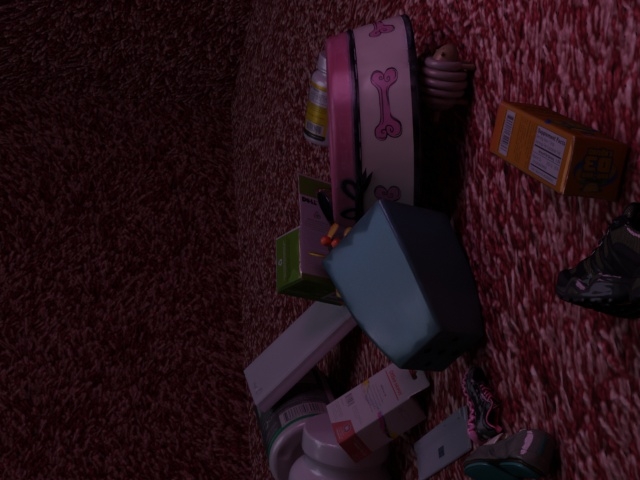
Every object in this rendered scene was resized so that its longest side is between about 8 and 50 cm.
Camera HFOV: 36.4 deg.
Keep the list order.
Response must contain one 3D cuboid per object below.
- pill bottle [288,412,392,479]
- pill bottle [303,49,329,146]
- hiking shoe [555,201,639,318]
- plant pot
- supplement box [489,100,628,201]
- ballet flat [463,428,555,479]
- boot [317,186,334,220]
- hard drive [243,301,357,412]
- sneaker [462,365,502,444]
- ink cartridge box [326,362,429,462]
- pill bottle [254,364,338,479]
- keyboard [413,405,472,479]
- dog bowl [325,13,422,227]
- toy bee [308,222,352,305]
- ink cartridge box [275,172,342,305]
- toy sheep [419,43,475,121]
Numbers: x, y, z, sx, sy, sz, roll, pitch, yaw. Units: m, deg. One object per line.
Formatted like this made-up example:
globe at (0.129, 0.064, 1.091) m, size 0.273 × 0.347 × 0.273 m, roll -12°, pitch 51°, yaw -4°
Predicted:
pill bottle at (0.033, 0.541, 1.928) m, size 0.210 × 0.210 × 0.362 m, roll -131°, pitch 44°, yaw -71°
pill bottle at (0.031, -0.335, 2.297) m, size 0.119 × 0.119 × 0.208 m, roll -111°, pitch 27°, yaw -59°
hiking shoe at (0.338, 0.020, 1.055) m, size 0.227 × 0.086 × 0.114 m, roll 163°, pitch 123°, yaw -70°
plant pot at (0.148, 0.083, 1.562) m, size 0.165 × 0.165 × 0.234 m, roll -48°, pitch 50°, yaw 31°
supplement box at (0.295, -0.116, 1.231) m, size 0.233 × 0.078 × 0.080 m, roll -121°, pitch 39°, yaw -66°
ballet flat at (0.264, 0.297, 1.346) m, size 0.068 × 0.072 × 0.213 m, roll -63°, pitch 5°, yaw -21°
boot at (0.090, -0.030, 2.125) m, size 0.219 × 0.106 × 0.082 m, roll 63°, pitch 159°, yaw 3°
hard drive at (-0.045, 0.246, 2.269) m, size 0.307 × 0.040 × 0.203 m, roll -44°, pitch 20°, yaw 2°
sneaker at (0.248, 0.242, 1.460) m, size 0.057 × 0.047 × 0.119 m, roll -33°, pitch 53°, yaw 47°
ink cartridge box at (0.118, 0.304, 1.789) m, size 0.067 × 0.198 × 0.115 m, roll 52°, pitch -172°, yaw -30°
pill bottle at (-0.047, 0.419, 2.304) m, size 0.361 × 0.204 × 0.204 m, roll -118°, pitch 33°, yaw -66°
keyboard at (0.207, 0.352, 1.664) m, size 0.256 × 0.014 × 0.072 m, roll 117°, pitch 147°, yaw -61°
dog bowl at (0.090, -0.199, 1.763) m, size 0.408 × 0.150 × 0.407 m, roll 178°, pitch 90°, yaw -89°
toy bee at (0.052, 0.017, 1.984) m, size 0.195 × 0.162 × 0.298 m, roll -11°, pitch 100°, yaw 39°
ink cartridge box at (0.000, 0.000, 2.179) m, size 0.097 × 0.189 × 0.255 m, roll -29°, pitch 56°, yaw 45°
toy sheep at (0.204, -0.261, 1.618) m, size 0.091 × 0.091 × 0.132 m, roll -124°, pitch 39°, yaw -69°
